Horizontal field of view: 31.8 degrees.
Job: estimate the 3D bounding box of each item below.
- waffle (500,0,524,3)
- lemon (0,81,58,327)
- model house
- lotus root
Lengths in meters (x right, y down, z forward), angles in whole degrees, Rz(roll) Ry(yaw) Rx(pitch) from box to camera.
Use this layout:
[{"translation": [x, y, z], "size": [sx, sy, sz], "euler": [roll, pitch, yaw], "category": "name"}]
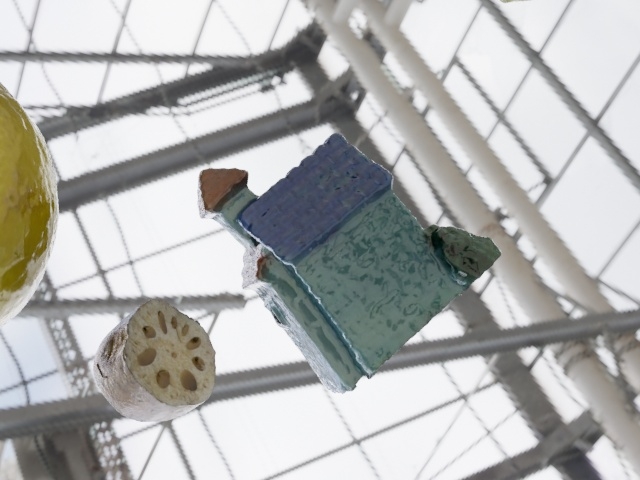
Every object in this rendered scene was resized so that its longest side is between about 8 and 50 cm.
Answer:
[{"translation": [0.213, -0.226, 0.642], "size": [0.056, 0.250, 0.261], "euler": [56, -138, -22], "category": "waffle"}, {"translation": [-0.424, -0.033, 1.104], "size": [0.348, 0.348, 0.348], "euler": [16, -139, -14], "category": "lemon"}, {"translation": [0.000, 0.000, 1.427], "size": [0.329, 0.295, 0.251], "euler": [45, -100, -2], "category": "model house"}, {"translation": [-0.172, 0.131, 1.145], "size": [0.122, 0.081, 0.112], "euler": [40, -148, -29], "category": "lotus root"}]
